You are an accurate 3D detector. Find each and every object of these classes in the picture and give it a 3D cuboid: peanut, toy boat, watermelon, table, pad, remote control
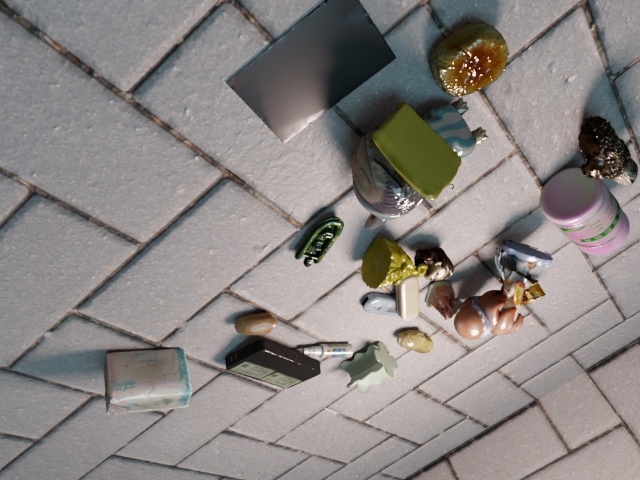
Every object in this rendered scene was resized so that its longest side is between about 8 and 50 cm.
[{"bbox_3d":[0.408,0.433,2.332,0.099,0.099,0.214,-41,133,18],"label":"peanut"},{"bbox_3d":[0.000,0.000,1.752,0.104,0.052,0.210,17,125,-32],"label":"toy boat"},{"bbox_3d":[0.483,0.222,2.133,0.098,0.158,0.121,-12,109,-12],"label":"watermelon"},{"bbox_3d":[-0.227,0.295,1.933,0.152,0.076,0.076,-4,134,-13],"label":"peanut"},{"bbox_3d":[0.201,0.544,2.315,0.198,0.166,0.166,-36,136,24],"label":"table"},{"bbox_3d":[-0.017,-0.422,1.361,0.368,0.007,0.248,-35,136,13],"label":"pad"},{"bbox_3d":[0.266,0.253,2.123,0.244,0.047,0.087,11,129,-31],"label":"remote control"}]

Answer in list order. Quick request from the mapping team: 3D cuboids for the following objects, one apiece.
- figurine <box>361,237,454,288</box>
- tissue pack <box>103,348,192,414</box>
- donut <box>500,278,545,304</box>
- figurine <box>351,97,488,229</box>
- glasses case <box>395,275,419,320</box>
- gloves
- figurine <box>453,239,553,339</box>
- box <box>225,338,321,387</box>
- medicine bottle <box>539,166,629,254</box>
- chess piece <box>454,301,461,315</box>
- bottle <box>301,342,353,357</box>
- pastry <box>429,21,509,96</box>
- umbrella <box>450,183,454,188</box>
[{"bbox_3d":[0.324,0.091,1.896,0.315,0.168,0.187,6,120,-26],"label":"figurine"},{"bbox_3d":[-0.587,0.473,1.865,0.271,0.201,0.124,2,129,-27],"label":"tissue pack"},{"bbox_3d":[0.816,0.212,2.259,0.217,0.141,0.085,-4,149,-36],"label":"donut"},{"bbox_3d":[0.221,-0.211,1.581,0.361,0.266,0.378,-29,178,-32],"label":"figurine"},{"bbox_3d":[0.329,0.212,2.070,0.083,0.050,0.196,-16,120,-18],"label":"glasses case"},{"bbox_3d":[0.907,-0.278,1.757,0.135,0.210,0.312,-23,142,35],"label":"gloves"},{"bbox_3d":[0.679,0.198,2.074,0.277,0.248,0.388,-21,130,-62],"label":"figurine"},{"bbox_3d":[-0.179,0.483,2.125,0.211,0.058,0.350,-29,139,27],"label":"box"},{"bbox_3d":[0.940,-0.098,1.946,0.212,0.212,0.325,-42,133,19],"label":"medicine bottle"},{"bbox_3d":[0.604,0.287,2.304,0.149,0.059,0.059,8,129,-39],"label":"chess piece"},{"bbox_3d":[0.026,0.441,2.200,0.217,0.060,0.060,6,130,-26],"label":"bottle"},{"bbox_3d":[0.385,-0.466,1.424,0.193,0.093,0.182,-30,138,13],"label":"pastry"},{"bbox_3d":[0.361,-0.181,1.756,0.149,0.022,0.022,5,167,-17],"label":"umbrella"}]
